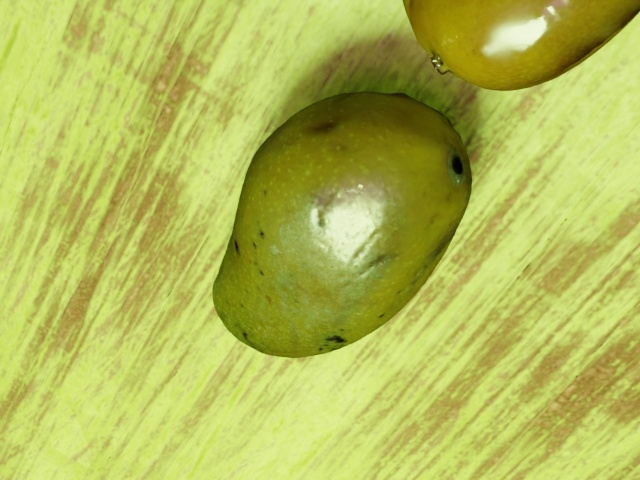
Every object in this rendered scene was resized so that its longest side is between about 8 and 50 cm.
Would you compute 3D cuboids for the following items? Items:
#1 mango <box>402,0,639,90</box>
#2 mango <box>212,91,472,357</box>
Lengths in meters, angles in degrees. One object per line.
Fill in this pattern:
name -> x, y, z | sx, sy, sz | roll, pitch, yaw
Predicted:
mango -> 0.172, -0.203, 0.671 | 0.236, 0.166, 0.136 | -40, 132, 22
mango -> 0.004, 0.005, 0.846 | 0.176, 0.175, 0.329 | 57, 132, 34
